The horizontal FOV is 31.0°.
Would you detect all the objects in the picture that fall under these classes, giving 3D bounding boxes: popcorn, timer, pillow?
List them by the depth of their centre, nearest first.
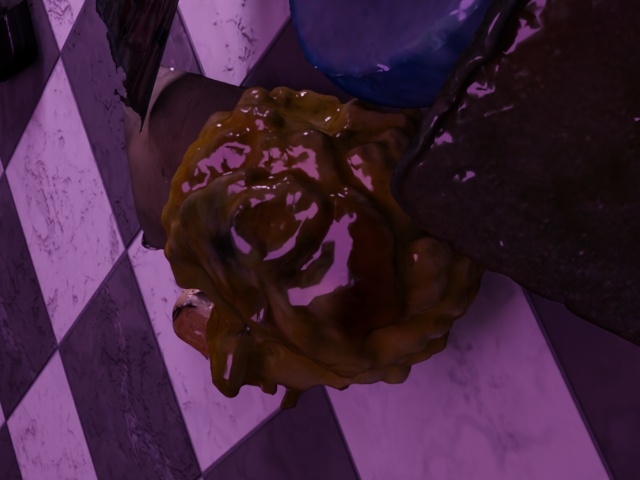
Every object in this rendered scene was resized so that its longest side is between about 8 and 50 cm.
[{"bbox_3d":[0.002,0.001,0.757,0.218,0.169,0.189,18,120,25],"label":"popcorn"},{"bbox_3d":[-0.082,-0.047,0.956,0.302,0.075,0.185,22,119,50],"label":"pillow"},{"bbox_3d":[-0.384,-0.289,1.369,0.144,0.055,0.187,-9,93,57],"label":"timer"}]

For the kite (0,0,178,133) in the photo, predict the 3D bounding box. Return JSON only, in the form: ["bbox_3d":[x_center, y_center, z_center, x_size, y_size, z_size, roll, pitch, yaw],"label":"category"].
[{"bbox_3d":[-0.149,-0.245,0.831,0.014,0.368,0.406,19,144,23],"label":"kite"}]

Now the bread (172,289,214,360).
[{"bbox_3d":[-0.072,0.075,0.953,0.106,0.053,0.072,33,143,9],"label":"bread"}]

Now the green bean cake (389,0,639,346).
[{"bbox_3d":[0.146,-0.058,0.541,0.173,0.094,0.181,29,130,3],"label":"green bean cake"}]

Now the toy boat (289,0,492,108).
[{"bbox_3d":[0.107,-0.215,0.644,0.215,0.123,0.330,52,124,39],"label":"toy boat"}]
